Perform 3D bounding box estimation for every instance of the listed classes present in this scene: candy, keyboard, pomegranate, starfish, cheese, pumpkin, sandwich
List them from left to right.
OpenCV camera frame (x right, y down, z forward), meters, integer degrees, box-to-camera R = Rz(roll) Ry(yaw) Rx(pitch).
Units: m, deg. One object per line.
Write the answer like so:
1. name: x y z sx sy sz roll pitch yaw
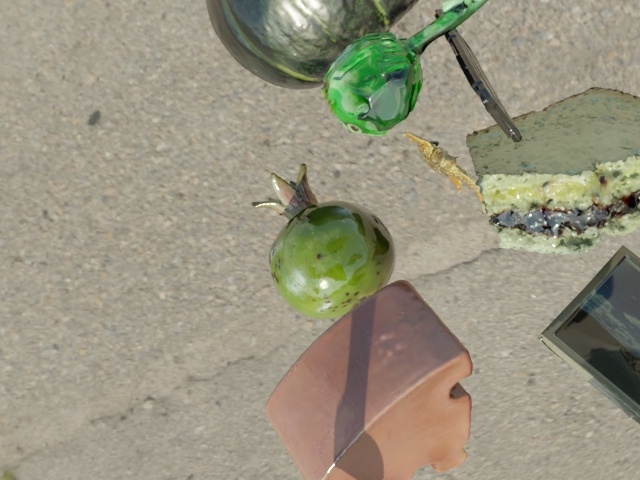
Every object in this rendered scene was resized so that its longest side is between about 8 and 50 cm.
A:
1. pumpkin: -0.005 -0.359 1.087 0.323 0.323 0.241 -37 101 21
2. pomegranate: 0.000 0.000 1.125 0.181 0.181 0.224 -37 74 21
3. cheese: 0.079 0.142 0.789 0.128 0.203 0.177 53 130 41
4. starfish: 0.243 -0.131 1.472 0.050 0.247 0.138 -49 51 8
5. candy: 0.136 -0.221 0.745 0.323 0.097 0.097 -39 66 14
6. keyboard: 0.204 -0.225 1.059 0.016 0.106 0.262 -34 35 19
7. sandwich: 0.368 -0.102 1.154 0.262 0.325 0.131 38 147 56

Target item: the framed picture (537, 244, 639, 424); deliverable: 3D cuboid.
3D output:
1. framed picture: 0.440 0.130 1.114 0.189 0.260 0.023 42 142 18
